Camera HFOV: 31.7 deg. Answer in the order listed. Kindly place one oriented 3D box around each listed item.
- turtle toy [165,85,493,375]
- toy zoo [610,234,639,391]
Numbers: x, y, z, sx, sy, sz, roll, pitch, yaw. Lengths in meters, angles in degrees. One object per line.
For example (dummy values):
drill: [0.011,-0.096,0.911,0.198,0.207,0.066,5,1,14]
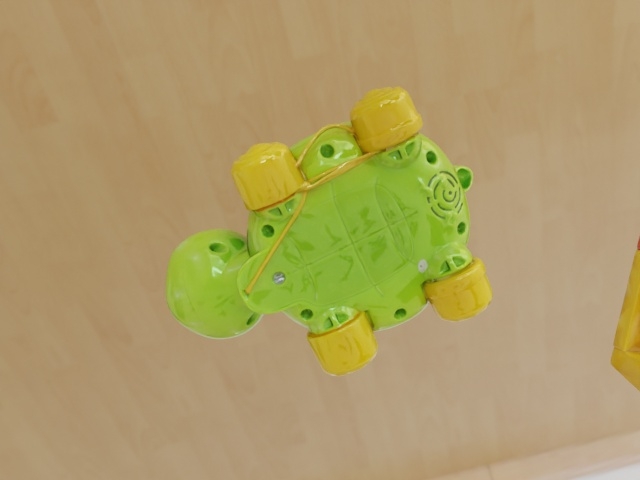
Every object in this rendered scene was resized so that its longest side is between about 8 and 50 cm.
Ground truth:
turtle toy: [0.000,0.000,0.441,0.130,0.066,0.095,-25,102,-4]
toy zoo: [0.281,0.018,0.745,0.030,0.192,0.293,7,101,-24]
